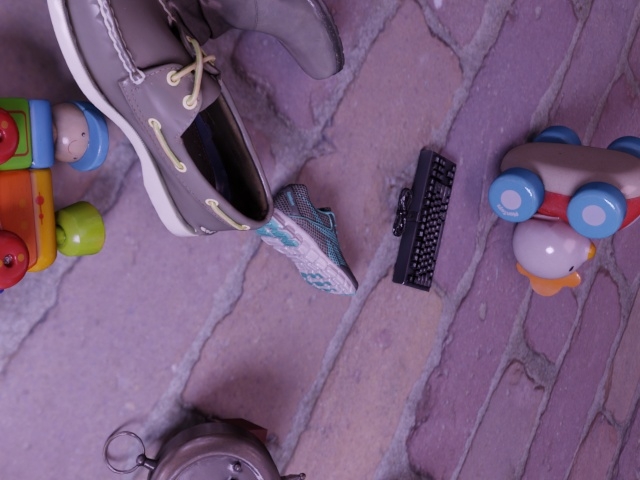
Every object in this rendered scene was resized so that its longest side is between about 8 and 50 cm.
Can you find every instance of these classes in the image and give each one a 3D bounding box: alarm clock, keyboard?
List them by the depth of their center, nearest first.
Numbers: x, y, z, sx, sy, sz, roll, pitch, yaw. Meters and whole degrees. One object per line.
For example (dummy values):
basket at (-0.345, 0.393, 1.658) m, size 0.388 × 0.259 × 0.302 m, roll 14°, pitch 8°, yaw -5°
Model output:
alarm clock at (-0.119, 0.237, 0.714) m, size 0.192 × 0.064 × 0.129 m, roll 28°, pitch 85°, yaw -8°
keyboard at (0.136, -0.027, 0.986) m, size 0.108 × 0.023 × 0.180 m, roll 17°, pitch 83°, yaw -44°

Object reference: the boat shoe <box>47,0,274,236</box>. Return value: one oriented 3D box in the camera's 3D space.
boat shoe at (-0.121, -0.119, 0.620) m, size 0.305 × 0.091 × 0.109 m, roll 70°, pitch 31°, yaw -45°

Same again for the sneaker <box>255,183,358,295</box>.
sneaker at (0.000, 0.000, 0.832) m, size 0.166 × 0.065 × 0.076 m, roll 49°, pitch 59°, yaw -39°

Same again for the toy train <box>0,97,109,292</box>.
toy train at (-0.232, 0.007, 0.588) m, size 0.143 × 0.105 × 0.248 m, roll -16°, pitch 107°, yaw -56°

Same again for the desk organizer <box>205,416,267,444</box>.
desk organizer at (-0.099, 0.256, 0.782) m, size 0.050 × 0.047 × 0.130 m, roll 13°, pitch 87°, yaw -47°

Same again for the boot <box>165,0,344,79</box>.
boot at (-0.092, -0.214, 0.714) m, size 0.161 × 0.083 × 0.246 m, roll -49°, pitch 128°, yaw -13°

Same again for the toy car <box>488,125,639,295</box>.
toy car at (0.367, -0.018, 1.106) m, size 0.219 × 0.210 × 0.238 m, roll -40°, pitch 135°, yaw -46°
